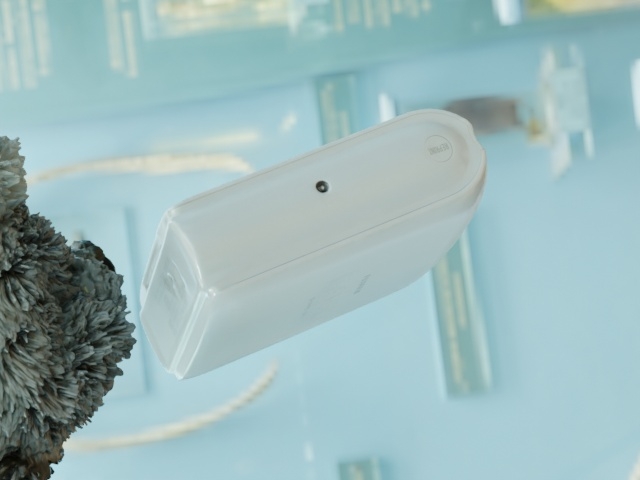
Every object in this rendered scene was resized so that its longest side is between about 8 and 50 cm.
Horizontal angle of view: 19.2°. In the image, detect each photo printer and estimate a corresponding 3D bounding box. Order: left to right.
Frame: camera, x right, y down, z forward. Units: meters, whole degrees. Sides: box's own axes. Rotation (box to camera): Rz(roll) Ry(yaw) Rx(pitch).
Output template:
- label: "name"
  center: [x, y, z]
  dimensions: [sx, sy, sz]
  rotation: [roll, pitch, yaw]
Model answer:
- label: "photo printer"
  center: [0.000, 0.000, 1.690]
  dimensions: [0.107, 0.308, 0.256]
  rotation: [62, 159, 15]

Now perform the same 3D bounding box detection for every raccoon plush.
- label: "raccoon plush"
  center: [-0.285, 0.074, 1.538]
  dimensions: [0.299, 0.216, 0.446]
  rotation: [61, -173, -53]
